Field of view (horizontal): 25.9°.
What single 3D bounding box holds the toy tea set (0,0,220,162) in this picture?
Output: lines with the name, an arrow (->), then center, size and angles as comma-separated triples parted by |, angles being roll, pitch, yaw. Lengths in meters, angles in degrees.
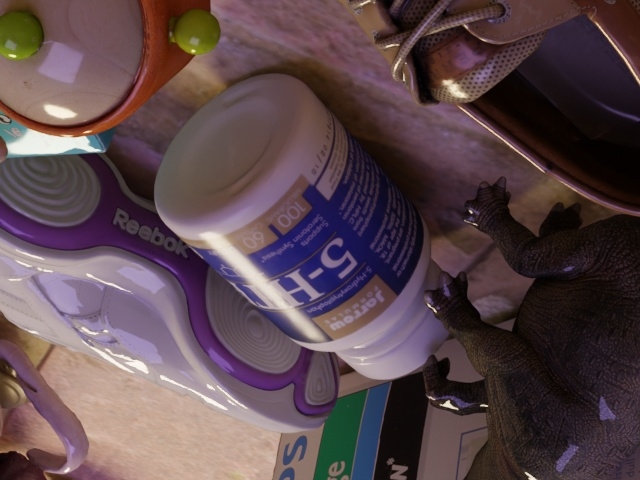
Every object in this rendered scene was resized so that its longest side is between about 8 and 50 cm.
toy tea set -> -0.204, -0.095, 0.631 | 0.336, 0.124, 0.200 | -31, 94, 24

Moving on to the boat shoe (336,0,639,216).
boat shoe -> 0.072, -0.121, 0.627 | 0.324, 0.116, 0.123 | 30, 141, -23

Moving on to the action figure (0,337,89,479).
action figure -> -0.331, 0.205, 1.178 | 0.248, 0.275, 0.370 | 52, 169, 21

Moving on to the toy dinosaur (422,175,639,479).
toy dinosaur -> 0.137, 0.066, 0.774 | 0.121, 0.313, 0.160 | 34, -175, -47

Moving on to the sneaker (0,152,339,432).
sneaker -> -0.122, 0.031, 0.925 | 0.305, 0.114, 0.152 | 35, 147, -15

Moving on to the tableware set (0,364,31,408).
tableware set -> -0.330, 0.103, 1.150 | 0.168, 0.020, 0.141 | -8, 141, 26

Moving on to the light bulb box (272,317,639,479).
light bulb box -> 0.196, 0.240, 0.989 | 0.361, 0.225, 0.358 | -22, 132, 39

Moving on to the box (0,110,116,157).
box -> -0.224, -0.097, 0.770 | 0.244, 0.101, 0.060 | -1, 143, 20

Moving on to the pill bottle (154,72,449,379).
pill bottle -> 0.000, 0.000, 0.822 | 0.112, 0.112, 0.186 | -15, 136, 34
